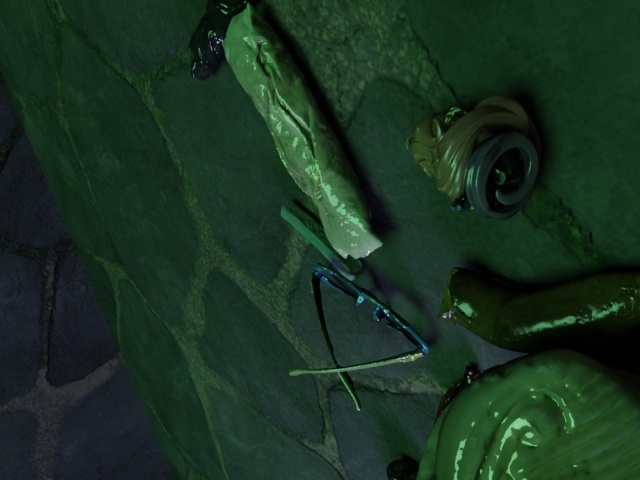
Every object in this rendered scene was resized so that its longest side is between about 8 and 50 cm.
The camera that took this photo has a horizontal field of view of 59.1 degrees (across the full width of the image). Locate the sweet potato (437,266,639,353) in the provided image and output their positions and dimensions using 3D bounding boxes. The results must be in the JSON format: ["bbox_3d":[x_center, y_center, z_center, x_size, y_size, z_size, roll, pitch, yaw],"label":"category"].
[{"bbox_3d":[0.249,0.075,0.640,0.285,0.085,0.112,-13,100,54],"label":"sweet potato"}]

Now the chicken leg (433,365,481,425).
[{"bbox_3d":[0.220,0.280,0.866,0.093,0.053,0.205,-8,118,29],"label":"chicken leg"}]

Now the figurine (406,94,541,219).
[{"bbox_3d":[0.155,-0.100,0.607,0.157,0.114,0.126,38,106,36],"label":"figurine"}]

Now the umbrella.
[{"bbox_3d":[-0.162,-0.325,0.883,0.235,0.059,0.066,-41,58,54],"label":"umbrella"}]

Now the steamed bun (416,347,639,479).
[{"bbox_3d":[0.255,0.273,0.624,0.324,0.310,0.219,24,-176,-4],"label":"steamed bun"}]

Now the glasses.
[{"bbox_3d":[0.048,0.159,0.918,0.239,0.102,0.207,37,112,30],"label":"glasses"}]

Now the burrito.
[{"bbox_3d":[-0.030,-0.149,0.830,0.117,0.076,0.392,-27,94,56],"label":"burrito"}]

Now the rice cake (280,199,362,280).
[{"bbox_3d":[0.000,0.000,0.946,0.180,0.030,0.042,43,149,22],"label":"rice cake"}]

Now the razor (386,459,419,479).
[{"bbox_3d":[0.176,0.488,1.069,0.090,0.054,0.148,15,128,45],"label":"razor"}]
